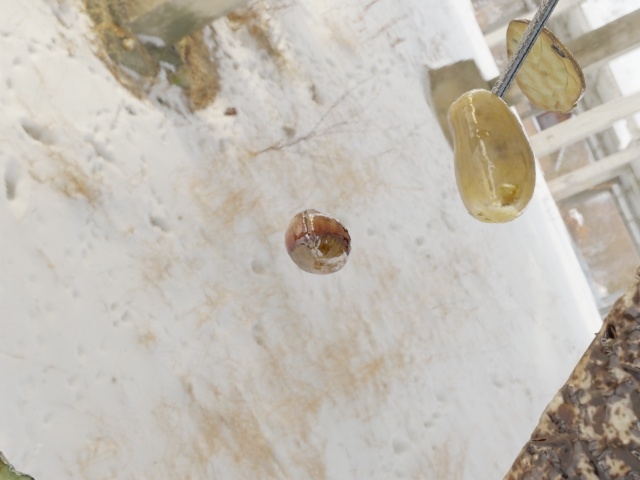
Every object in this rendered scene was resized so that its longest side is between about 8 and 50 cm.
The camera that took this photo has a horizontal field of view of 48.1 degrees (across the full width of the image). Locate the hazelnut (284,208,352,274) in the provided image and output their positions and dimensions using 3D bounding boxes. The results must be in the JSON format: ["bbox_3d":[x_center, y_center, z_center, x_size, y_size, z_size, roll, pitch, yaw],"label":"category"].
[{"bbox_3d":[0.000,0.000,0.872,0.086,0.086,0.086,55,20,-32],"label":"hazelnut"}]

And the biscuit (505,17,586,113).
[{"bbox_3d":[0.528,-0.417,1.705,0.260,0.041,0.203,56,-16,-1],"label":"biscuit"}]

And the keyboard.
[{"bbox_3d":[0.365,-0.339,1.323,0.018,0.309,0.101,27,19,-1],"label":"keyboard"}]

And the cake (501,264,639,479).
[{"bbox_3d":[0.176,0.098,0.441,0.112,0.246,0.135,23,38,-45],"label":"cake"}]

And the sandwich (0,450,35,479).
[{"bbox_3d":[-0.223,0.239,0.372,0.090,0.088,0.244,48,42,-29],"label":"sandwich"}]

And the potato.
[{"bbox_3d":[0.286,-0.143,1.206,0.150,0.146,0.233,129,-44,-74],"label":"potato"}]
